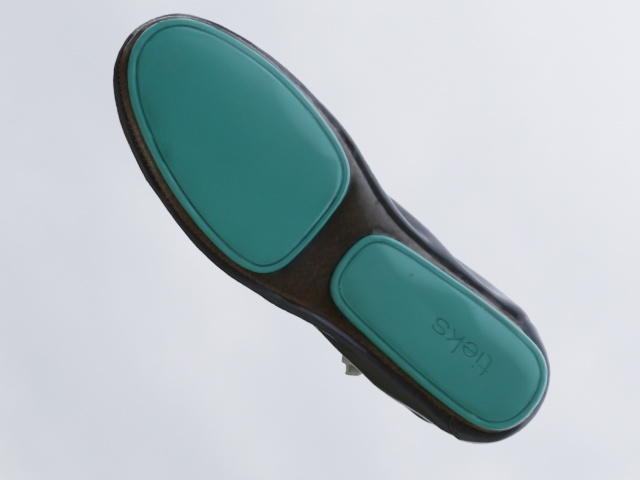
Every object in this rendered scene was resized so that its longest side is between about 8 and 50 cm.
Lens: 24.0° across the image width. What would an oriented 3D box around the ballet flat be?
[{"bbox_3d":[0.000,0.000,0.562,0.203,0.074,0.074,43,-28,-5],"label":"ballet flat"}]
